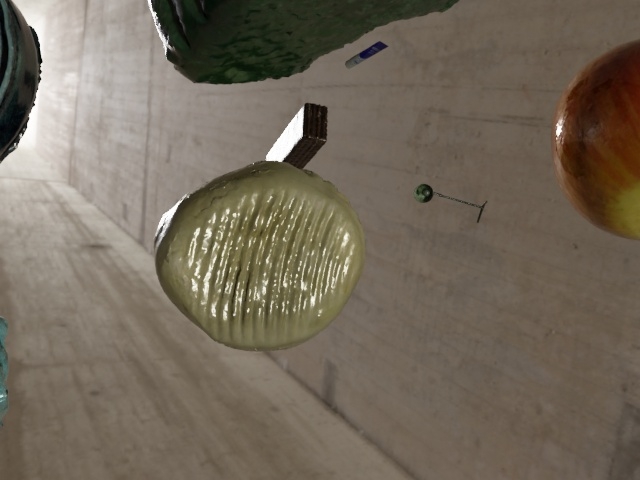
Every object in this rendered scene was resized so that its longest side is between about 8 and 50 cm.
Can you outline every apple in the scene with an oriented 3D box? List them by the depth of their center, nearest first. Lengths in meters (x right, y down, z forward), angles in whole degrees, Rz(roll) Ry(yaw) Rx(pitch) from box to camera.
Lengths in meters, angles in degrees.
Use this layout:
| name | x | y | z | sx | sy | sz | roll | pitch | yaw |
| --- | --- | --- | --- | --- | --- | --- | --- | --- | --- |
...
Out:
| name | x | y | z | sx | sy | sz | roll | pitch | yaw |
| --- | --- | --- | --- | --- | --- | --- | --- | --- | --- |
| apple | 0.454 | -0.138 | 0.869 | 0.286 | 0.286 | 0.233 | 129 | -32 | -47 |

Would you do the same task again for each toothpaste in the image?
| name | x | y | z | sx | sy | sz | roll | pitch | yaw |
| --- | --- | --- | --- | --- | --- | --- | --- | --- | --- |
| toothpaste | 0.076 | -0.316 | 1.088 | 0.083 | 0.024 | 0.015 | -19 | -114 | 40 |

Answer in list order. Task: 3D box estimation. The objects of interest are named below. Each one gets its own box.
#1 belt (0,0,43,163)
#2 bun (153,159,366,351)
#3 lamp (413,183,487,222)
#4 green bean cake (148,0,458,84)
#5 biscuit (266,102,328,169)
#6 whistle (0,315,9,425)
| name | x | y | z | sx | sy | sz | roll | pitch | yaw |
| --- | --- | --- | --- | --- | --- | --- | --- | --- | --- |
| belt | -0.401 | -0.151 | 0.621 | 0.267 | 0.206 | 0.116 | -61 | -175 | -6 |
| bun | -0.103 | 0.032 | 1.134 | 0.234 | 0.362 | 0.326 | 171 | -95 | -80 |
| lamp | 0.215 | -0.068 | 1.071 | 0.054 | 0.121 | 0.041 | -50 | 158 | -74 |
| green bean cake | 0.002 | -0.298 | 0.655 | 0.308 | 0.300 | 0.169 | -32 | -107 | 55 |
| biscuit | -0.077 | -0.263 | 1.855 | 0.388 | 0.073 | 0.107 | 142 | -47 | -65 |
| whistle | -0.596 | 0.247 | 1.134 | 0.186 | 0.093 | 0.274 | -47 | -128 | 52 |
